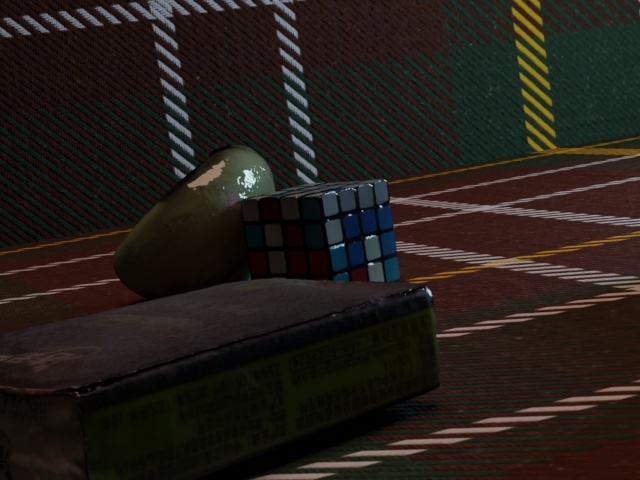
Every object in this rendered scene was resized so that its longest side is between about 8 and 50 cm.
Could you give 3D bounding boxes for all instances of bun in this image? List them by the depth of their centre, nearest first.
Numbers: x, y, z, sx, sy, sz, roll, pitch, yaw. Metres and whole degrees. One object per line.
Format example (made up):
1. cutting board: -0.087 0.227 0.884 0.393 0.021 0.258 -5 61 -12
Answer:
1. bun: -0.161 -0.003 2.142 0.283 0.179 0.283 -44 0 0

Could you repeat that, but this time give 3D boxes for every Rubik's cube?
1. Rubik's cube: 0.000 0.000 2.042 0.155 0.151 0.154 -3 8 41

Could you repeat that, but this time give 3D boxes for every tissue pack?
1. tissue pack: -0.124 0.125 1.311 0.394 0.124 0.288 -14 9 -40
